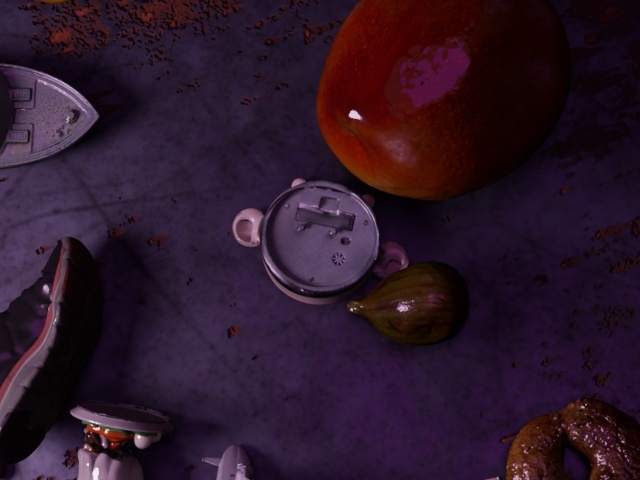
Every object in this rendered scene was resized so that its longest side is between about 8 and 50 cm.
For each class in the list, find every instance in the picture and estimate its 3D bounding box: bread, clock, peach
[{"bbox_3d":[0.318,0.286,1.688,0.193,0.064,0.193,-1,75,3],"label":"bread"},{"bbox_3d":[0.000,0.000,1.756,0.229,0.063,0.156,15,79,3],"label":"clock"},{"bbox_3d":[0.142,-0.193,1.669,0.308,0.308,0.332,48,52,10],"label":"peach"}]

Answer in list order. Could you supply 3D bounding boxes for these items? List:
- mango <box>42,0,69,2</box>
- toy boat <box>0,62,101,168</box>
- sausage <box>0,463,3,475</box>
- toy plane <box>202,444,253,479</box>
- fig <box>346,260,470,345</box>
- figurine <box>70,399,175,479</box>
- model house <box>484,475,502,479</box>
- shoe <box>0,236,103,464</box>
[{"bbox_3d":[-0.377,-0.378,1.834,0.178,0.090,0.115,17,86,13],"label":"mango"},{"bbox_3d":[-0.441,-0.160,1.783,0.319,0.092,0.141,1,80,0],"label":"toy boat"},{"bbox_3d":[-0.456,0.193,1.738,0.034,0.034,0.253,-27,78,-5],"label":"sausage"},{"bbox_3d":[-0.108,0.315,1.666,0.065,0.162,0.171,8,44,-18],"label":"toy plane"},{"bbox_3d":[0.107,0.078,1.717,0.154,0.103,0.109,3,120,11],"label":"fig"},{"bbox_3d":[-0.248,0.280,1.680,0.132,0.132,0.154,10,91,3],"label":"figurine"},{"bbox_3d":[0.044,0.367,1.593,0.326,0.244,0.169,2,78,-32],"label":"model house"},{"bbox_3d":[-0.368,0.129,1.717,0.137,0.114,0.291,12,65,24],"label":"shoe"}]
